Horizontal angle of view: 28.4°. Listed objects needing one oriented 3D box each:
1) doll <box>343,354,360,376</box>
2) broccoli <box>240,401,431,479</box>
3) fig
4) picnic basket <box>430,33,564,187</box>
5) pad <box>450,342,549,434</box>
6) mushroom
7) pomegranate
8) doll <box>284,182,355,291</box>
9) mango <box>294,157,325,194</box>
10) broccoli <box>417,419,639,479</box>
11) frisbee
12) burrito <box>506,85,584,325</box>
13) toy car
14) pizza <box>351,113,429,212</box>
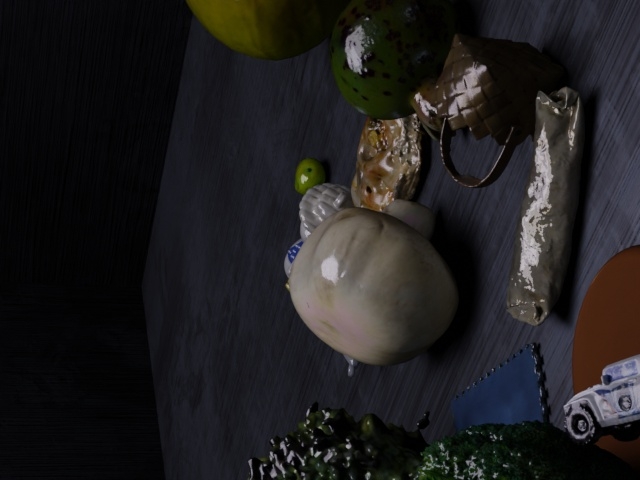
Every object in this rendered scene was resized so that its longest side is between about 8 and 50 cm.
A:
[{"bbox_3d":[0.064,0.109,2.040,0.102,0.075,0.227,91,-172,-72],"label":"doll"},{"bbox_3d":[0.074,0.373,1.723,0.293,0.348,0.281,-40,2,23],"label":"broccoli"},{"bbox_3d":[-0.089,-0.469,2.241,0.343,0.343,0.343,-177,90,-73],"label":"fig"},{"bbox_3d":[0.199,-0.149,1.512,0.128,0.138,0.178,51,131,51],"label":"picnic basket"},{"bbox_3d":[0.228,0.288,1.572,0.269,0.012,0.269,130,140,-63],"label":"pad"},{"bbox_3d":[0.090,0.047,1.788,0.260,0.234,0.254,19,146,34],"label":"mushroom"},{"bbox_3d":[0.119,-0.246,1.763,0.248,0.202,0.202,50,145,20],"label":"pomegranate"},{"bbox_3d":[0.000,0.000,2.191,0.119,0.138,0.293,44,149,12],"label":"doll"},{"bbox_3d":[-0.023,-0.118,2.382,0.108,0.056,0.073,152,125,-74],"label":"mango"},{"bbox_3d":[0.192,0.316,1.233,0.297,0.297,0.297,50,177,3],"label":"broccoli"},{"bbox_3d":[0.319,0.128,1.286,0.251,0.021,0.250,-176,90,-72],"label":"frisbee"},{"bbox_3d":[0.258,-0.040,1.446,0.082,0.059,0.275,-152,66,-64],"label":"burrito"},{"bbox_3d":[0.304,0.141,1.158,0.171,0.080,0.070,-27,67,47],"label":"toy car"},{"bbox_3d":[0.105,-0.146,1.942,0.189,0.071,0.297,-108,27,-51],"label":"pizza"}]
